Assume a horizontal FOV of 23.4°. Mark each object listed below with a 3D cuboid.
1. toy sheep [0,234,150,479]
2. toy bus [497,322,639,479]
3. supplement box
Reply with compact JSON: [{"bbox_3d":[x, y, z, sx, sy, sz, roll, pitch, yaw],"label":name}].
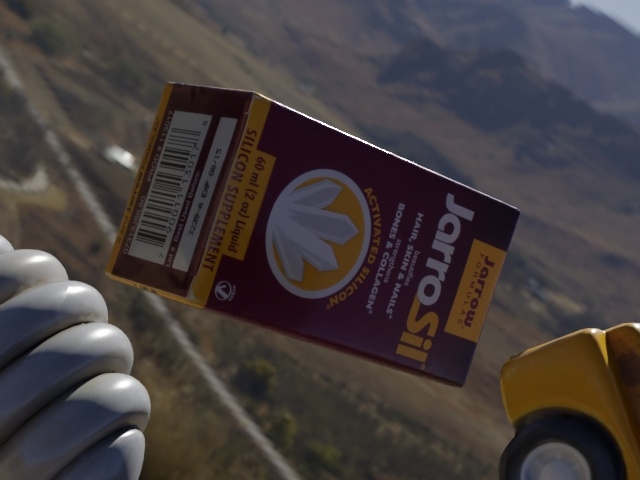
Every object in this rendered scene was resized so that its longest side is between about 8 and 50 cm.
[{"bbox_3d":[-0.090,0.046,0.435,0.132,0.091,0.091,41,9,12],"label":"toy sheep"},{"bbox_3d":[0.179,0.190,0.607,0.108,0.130,0.333,27,44,-67],"label":"toy bus"},{"bbox_3d":[0.000,0.000,0.784,0.188,0.104,0.081,20,-4,-38],"label":"supplement box"}]
